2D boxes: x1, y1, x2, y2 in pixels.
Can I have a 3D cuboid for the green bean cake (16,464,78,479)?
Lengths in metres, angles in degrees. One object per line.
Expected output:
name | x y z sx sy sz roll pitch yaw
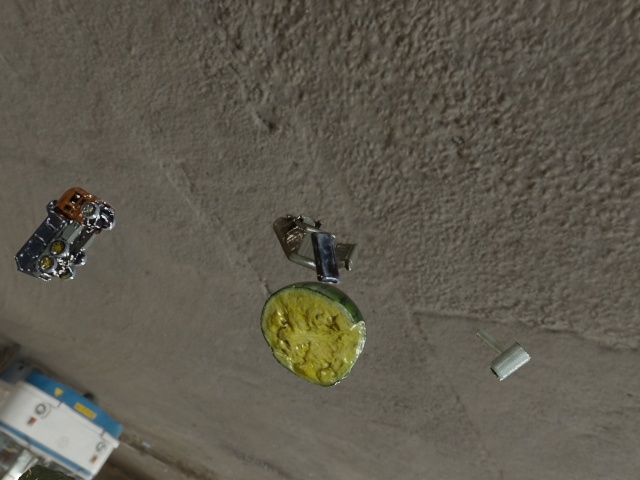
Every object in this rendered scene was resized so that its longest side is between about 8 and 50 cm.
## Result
green bean cake | -0.580 0.600 1.143 0.227 0.222 0.125 2 147 35

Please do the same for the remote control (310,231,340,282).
remote control | 0.009 0.024 0.861 0.039 0.096 0.014 6 141 -19

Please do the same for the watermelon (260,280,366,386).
watermelon | -0.007 0.256 1.673 0.331 0.189 0.330 9 110 25

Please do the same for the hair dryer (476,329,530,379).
hair dryer | 0.619 0.385 1.970 0.073 0.131 0.236 57 176 -30

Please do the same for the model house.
model house | -0.004 0.007 1.477 0.229 0.122 0.188 24 162 -22

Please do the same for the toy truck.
toy truck | -0.484 -0.009 1.048 0.092 0.192 0.083 33 169 13
